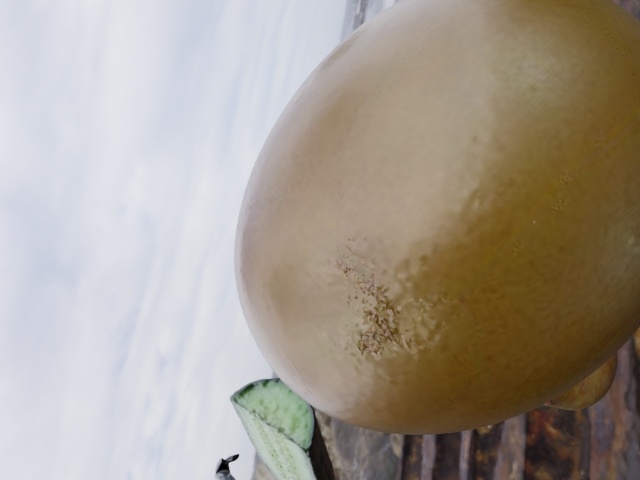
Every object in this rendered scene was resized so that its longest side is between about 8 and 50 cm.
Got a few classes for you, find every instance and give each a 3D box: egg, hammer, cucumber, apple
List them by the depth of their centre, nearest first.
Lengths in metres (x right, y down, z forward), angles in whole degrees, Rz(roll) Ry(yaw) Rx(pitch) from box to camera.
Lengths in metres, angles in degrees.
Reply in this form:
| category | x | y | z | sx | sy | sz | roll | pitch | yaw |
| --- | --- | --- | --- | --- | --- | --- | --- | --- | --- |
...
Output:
| category | x | y | z | sx | sy | sz | roll | pitch | yaw |
| --- | --- | --- | --- | --- | --- | --- | --- | --- | --- |
| egg | 0.099 | -0.026 | 0.435 | 0.351 | 0.282 | 0.282 | -40 | -16 | -21 |
| apple | 0.280 | 0.131 | 0.702 | 0.102 | 0.126 | 0.126 | 107 | 174 | -51 |
| cucumber | -0.028 | 0.269 | 0.768 | 0.063 | 0.115 | 0.244 | -45 | -37 | -32 |
| hammer | -0.095 | 0.544 | 1.106 | 0.427 | 0.044 | 0.152 | 23 | 113 | 52 |
